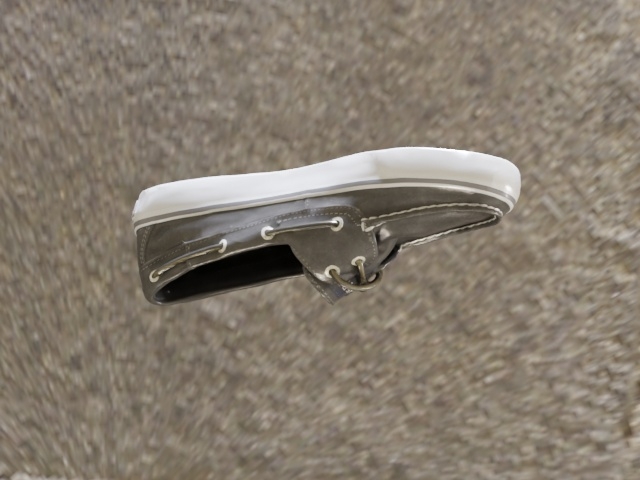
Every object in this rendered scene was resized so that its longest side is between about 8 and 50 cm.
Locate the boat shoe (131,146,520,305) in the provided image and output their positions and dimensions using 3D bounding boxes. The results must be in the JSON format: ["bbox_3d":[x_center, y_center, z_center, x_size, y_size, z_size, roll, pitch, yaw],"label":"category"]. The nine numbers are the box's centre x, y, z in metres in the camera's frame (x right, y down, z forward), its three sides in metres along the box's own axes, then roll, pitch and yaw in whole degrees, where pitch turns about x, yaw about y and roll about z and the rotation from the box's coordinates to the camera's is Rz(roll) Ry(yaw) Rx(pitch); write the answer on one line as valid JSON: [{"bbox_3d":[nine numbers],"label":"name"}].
[{"bbox_3d":[0.000,0.000,1.048,0.229,0.080,0.076,-5,72,15],"label":"boat shoe"}]
